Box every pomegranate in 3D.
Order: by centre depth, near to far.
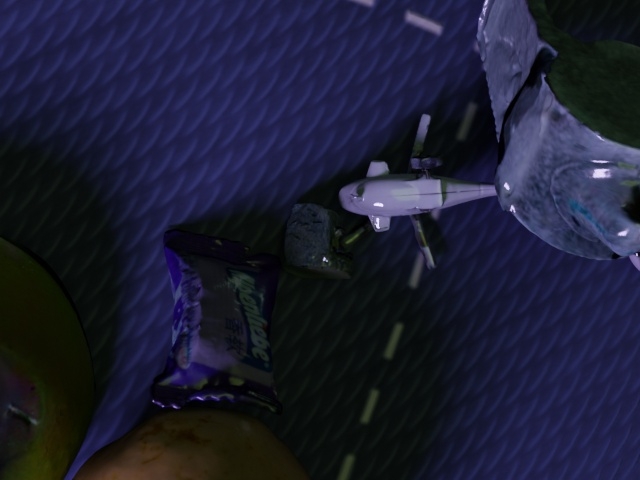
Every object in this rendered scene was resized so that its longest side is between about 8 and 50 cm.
[{"bbox_3d":[-0.129,0.343,1.529,0.342,0.342,0.343,0,89,-14],"label":"pomegranate"}]

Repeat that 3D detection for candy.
[{"bbox_3d":[-0.112,0.091,1.581,0.145,0.275,0.070,14,129,-14],"label":"candy"}]

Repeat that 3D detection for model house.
[{"bbox_3d":[0.000,0.000,1.676,0.066,0.078,0.083,30,63,-55],"label":"model house"}]

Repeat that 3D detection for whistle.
[{"bbox_3d":[0.269,-0.147,1.600,0.188,0.168,0.405,-20,54,-32],"label":"whistle"}]

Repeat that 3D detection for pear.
[{"bbox_3d":[-0.404,0.178,1.475,0.398,0.165,0.399,-4,100,-26],"label":"pear"}]

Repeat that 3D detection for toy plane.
[{"bbox_3d":[0.161,-0.048,1.675,0.273,0.107,0.182,15,94,7],"label":"toy plane"}]

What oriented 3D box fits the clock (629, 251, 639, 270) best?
[{"bbox_3d":[0.463,-0.019,1.785,0.117,0.080,0.176,42,78,-10],"label":"clock"}]
